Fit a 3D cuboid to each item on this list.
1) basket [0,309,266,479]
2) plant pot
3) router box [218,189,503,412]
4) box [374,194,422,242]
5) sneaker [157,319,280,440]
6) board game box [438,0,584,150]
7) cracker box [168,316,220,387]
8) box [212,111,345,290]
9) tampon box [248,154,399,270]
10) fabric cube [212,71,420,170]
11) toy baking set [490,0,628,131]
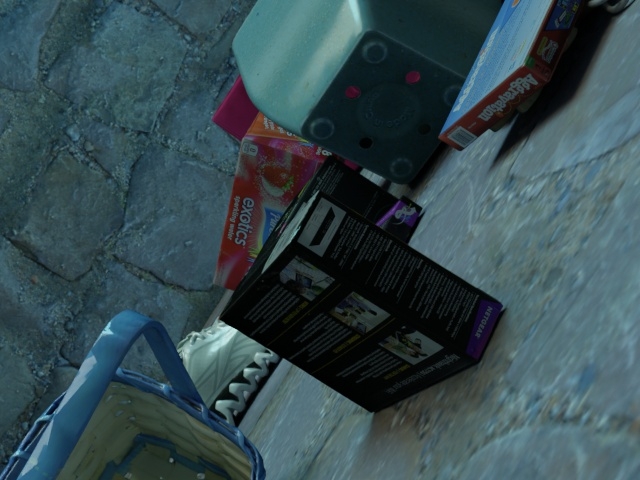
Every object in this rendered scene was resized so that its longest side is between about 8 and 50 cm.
[{"bbox_3d":[-0.159,0.208,0.831,0.254,0.201,0.289,-60,-25,-18],"label":"basket"},{"bbox_3d":[0.063,-0.205,1.250,0.247,0.247,0.252,-54,25,28],"label":"plant pot"},{"bbox_3d":[0.018,0.048,0.717,0.046,0.133,0.179,-61,7,-25],"label":"router box"},{"bbox_3d":[0.038,0.042,1.091,0.162,0.029,0.116,-59,5,-26],"label":"box"},{"bbox_3d":[-0.116,0.141,1.411,0.292,0.118,0.110,-56,4,-8],"label":"sneaker"},{"bbox_3d":[0.191,-0.213,0.922,0.281,0.027,0.145,-63,11,-25],"label":"board game box"},{"bbox_3d":[-0.218,0.252,1.874,0.232,0.067,0.155,-52,9,49],"label":"cracker box"},{"bbox_3d":[-0.052,-0.048,1.481,0.122,0.128,0.256,-68,-4,-52],"label":"box"},{"bbox_3d":[0.000,0.000,1.260,0.120,0.101,0.161,-59,6,-27],"label":"tampon box"},{"bbox_3d":[0.016,-0.278,1.857,0.258,0.259,0.254,-47,11,51],"label":"fabric cube"},{"bbox_3d":[0.212,-0.188,0.917,0.256,0.030,0.196,-55,9,25],"label":"toy baking set"}]
